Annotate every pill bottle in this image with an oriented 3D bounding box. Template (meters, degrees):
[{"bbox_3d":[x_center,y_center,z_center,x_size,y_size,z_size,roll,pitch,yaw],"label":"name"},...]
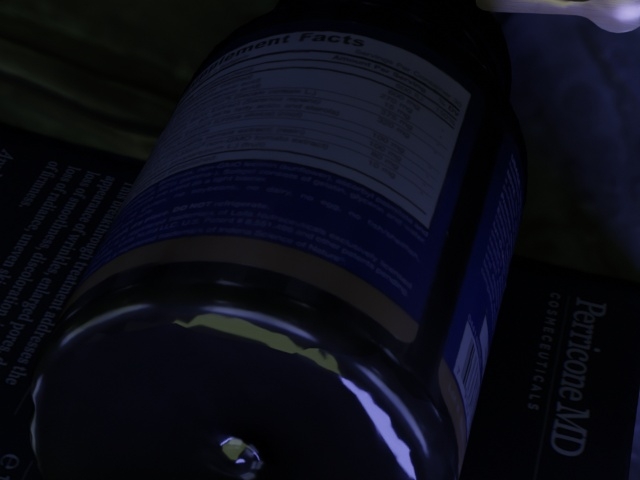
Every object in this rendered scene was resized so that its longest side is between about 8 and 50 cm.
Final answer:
[{"bbox_3d":[0.000,0.000,0.549,0.123,0.219,0.122,8,127,11],"label":"pill bottle"}]

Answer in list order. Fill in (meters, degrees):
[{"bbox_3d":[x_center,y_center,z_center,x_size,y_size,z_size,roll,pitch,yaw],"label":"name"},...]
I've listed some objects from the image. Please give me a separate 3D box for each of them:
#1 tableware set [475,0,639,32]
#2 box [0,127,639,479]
[{"bbox_3d":[0.121,-0.124,0.547,0.141,0.020,0.168,10,128,9],"label":"tableware set"},{"bbox_3d":[-0.069,0.143,0.599,0.313,0.343,0.179,14,127,7],"label":"box"}]
